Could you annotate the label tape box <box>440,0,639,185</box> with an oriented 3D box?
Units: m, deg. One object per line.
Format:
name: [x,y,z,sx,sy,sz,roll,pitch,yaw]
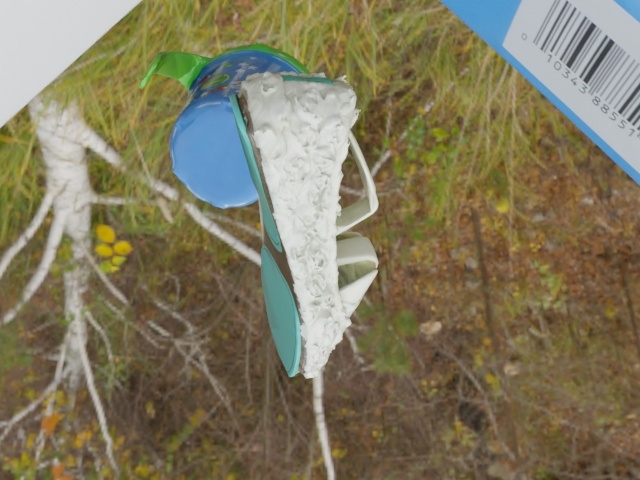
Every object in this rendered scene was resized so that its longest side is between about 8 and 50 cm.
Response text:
label tape box: [0.218,-0.215,0.453,0.333,0.240,0.106,-39,165,-18]

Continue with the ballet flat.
ballet flat: [0.000,0.000,0.885,0.147,0.147,0.409,-3,136,2]

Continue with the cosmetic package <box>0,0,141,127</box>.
cosmetic package: [-0.180,-0.249,0.477,0.453,0.161,0.230,-45,160,-8]

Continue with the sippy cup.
sippy cup: [-0.121,-0.163,1.276,0.305,0.224,0.240,5,114,9]
